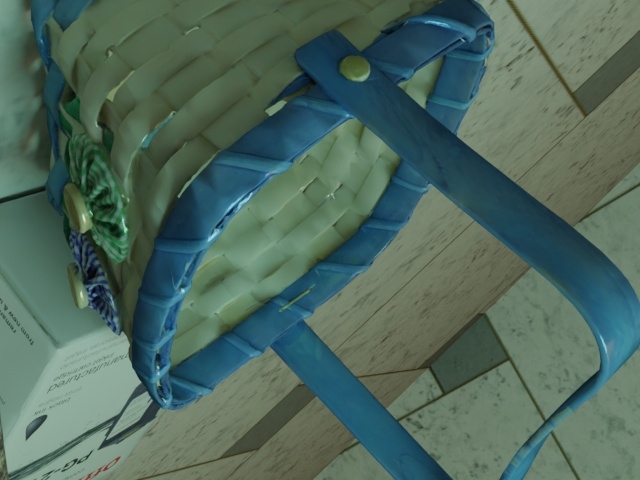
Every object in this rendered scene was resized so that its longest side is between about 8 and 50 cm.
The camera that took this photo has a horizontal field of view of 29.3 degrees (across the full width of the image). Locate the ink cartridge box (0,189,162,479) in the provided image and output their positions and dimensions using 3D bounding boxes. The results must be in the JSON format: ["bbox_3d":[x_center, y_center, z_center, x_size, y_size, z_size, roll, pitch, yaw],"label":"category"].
[{"bbox_3d":[-0.164,0.074,0.754,0.172,0.100,0.237,-22,156,-48],"label":"ink cartridge box"}]

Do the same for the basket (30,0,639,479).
[{"bbox_3d":[0.000,0.000,0.577,0.201,0.289,0.255,-42,163,-28],"label":"basket"}]

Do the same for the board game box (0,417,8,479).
[{"bbox_3d":[-0.219,0.039,0.306,0.232,0.141,0.291,-30,145,-34],"label":"board game box"}]
